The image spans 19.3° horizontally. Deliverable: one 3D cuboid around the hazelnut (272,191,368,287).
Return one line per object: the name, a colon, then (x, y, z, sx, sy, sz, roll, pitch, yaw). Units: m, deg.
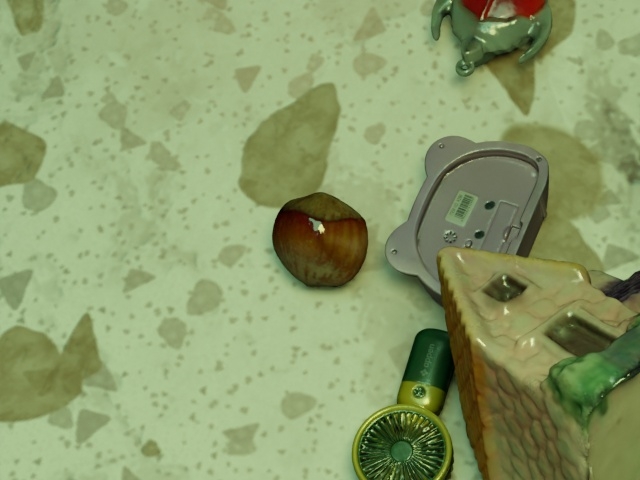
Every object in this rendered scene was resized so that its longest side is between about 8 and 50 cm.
hazelnut: (0.000, 0.000, 1.599, 0.086, 0.086, 0.086, -4, 65, 9)

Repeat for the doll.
doll: (0.166, -0.221, 1.675, 0.104, 0.062, 0.195, 29, 65, 3)

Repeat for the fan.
fan: (0.079, 0.144, 1.533, 0.082, 0.039, 0.155, 12, 67, 17)

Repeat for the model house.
model house: (0.213, 0.086, 1.423, 0.237, 0.202, 0.237, -35, 39, -21)

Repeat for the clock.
clock: (0.126, -0.012, 1.589, 0.110, 0.050, 0.153, 19, 70, 18)
